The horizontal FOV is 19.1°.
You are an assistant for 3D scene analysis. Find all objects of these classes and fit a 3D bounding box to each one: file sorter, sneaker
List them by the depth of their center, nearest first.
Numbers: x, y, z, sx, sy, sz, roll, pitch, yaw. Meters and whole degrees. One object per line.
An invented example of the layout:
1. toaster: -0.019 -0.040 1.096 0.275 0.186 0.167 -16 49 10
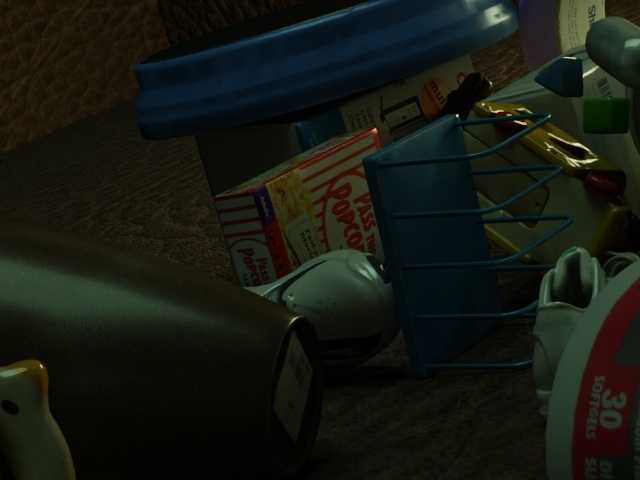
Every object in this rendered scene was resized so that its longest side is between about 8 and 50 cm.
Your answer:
1. sneaker: 0.183 0.044 1.287 0.080 0.094 0.212 -14 11 18
2. file sorter: 0.122 0.001 1.400 0.104 0.170 0.118 -2 18 39
3. sneaker: -0.055 0.080 1.454 0.235 0.094 0.153 -6 17 47

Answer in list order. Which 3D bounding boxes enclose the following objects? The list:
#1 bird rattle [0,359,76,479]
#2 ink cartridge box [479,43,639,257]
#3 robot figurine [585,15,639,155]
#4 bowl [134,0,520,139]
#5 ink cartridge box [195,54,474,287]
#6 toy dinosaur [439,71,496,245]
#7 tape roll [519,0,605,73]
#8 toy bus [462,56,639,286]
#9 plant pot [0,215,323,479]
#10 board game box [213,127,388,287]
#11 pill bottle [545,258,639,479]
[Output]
1. bird rattle: -0.220 0.167 1.040 0.253 0.207 0.143 -7 -7 -1
2. ink cartridge box: 0.240 -0.084 1.675 0.093 0.154 0.212 -11 13 35
3. robot figurine: 0.357 -0.107 1.501 0.299 0.200 0.353 22 8 -8
4. bowl: 0.000 -0.192 1.870 0.391 0.077 0.391 -16 9 3
5. ink cartridge box: 0.035 -0.065 1.834 0.232 0.171 0.168 -26 15 -37
6. toy dinosaur: 0.144 -0.034 1.722 0.118 0.064 0.268 13 52 7
7. tape roll: 0.327 -0.205 1.830 0.274 0.275 0.090 -5 16 45
8. toy bus: 0.193 -0.030 1.508 0.191 0.202 0.104 -18 -10 41
9. plant pot: -0.123 0.094 1.271 0.230 0.215 0.215 2 17 19
10. board game box: 0.000 0.000 1.633 0.045 0.147 0.193 -8 14 37
11. pill bottle: 0.251 0.090 0.752 0.176 0.176 0.318 -23 12 -30
